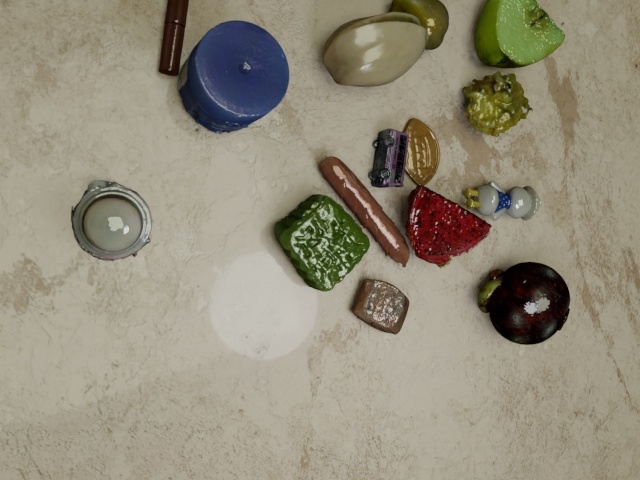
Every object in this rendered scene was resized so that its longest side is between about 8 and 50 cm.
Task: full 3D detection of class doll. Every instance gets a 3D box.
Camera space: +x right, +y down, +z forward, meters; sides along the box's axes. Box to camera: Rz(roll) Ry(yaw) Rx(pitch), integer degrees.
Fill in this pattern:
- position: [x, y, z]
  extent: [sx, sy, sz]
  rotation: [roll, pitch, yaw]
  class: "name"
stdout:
- position: [0.618, -0.132, 2.042]
  extent: [0.294, 0.119, 0.138]
  rotation: [1, 75, -18]
  class: "doll"

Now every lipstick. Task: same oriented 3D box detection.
- position: [-0.383, -0.622, 1.625]
  extent: [0.057, 0.057, 0.356]
  rotation: [9, 88, -23]
  class: "lipstick"

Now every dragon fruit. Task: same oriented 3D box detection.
- position: [0.350, -0.040, 1.918]
  extent: [0.317, 0.152, 0.205]
  rotation: [27, 94, -28]
  class: "dragon fruit"

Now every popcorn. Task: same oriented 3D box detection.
- position: [0.570, -0.447, 1.975]
  extent: [0.218, 0.169, 0.189]
  rotation: [-39, 107, -24]
  class: "popcorn"

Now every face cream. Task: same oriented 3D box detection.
- position: [-0.234, -0.423, 1.604]
  extent: [0.249, 0.225, 0.248]
  rotation: [1, 88, -24]
  class: "face cream"

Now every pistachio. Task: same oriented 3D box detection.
- position: [0.162, -0.561, 1.779]
  extent: [0.332, 0.226, 0.207]
  rotation: [-16, 57, -15]
  class: "pistachio"

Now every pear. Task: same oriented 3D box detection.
- position: [0.624, -0.671, 2.001]
  extent: [0.293, 0.159, 0.292]
  rotation: [0, 90, -20]
  class: "pear"

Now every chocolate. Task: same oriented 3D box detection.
- position: [-0.523, -0.050, 1.533]
  extent: [0.222, 0.147, 0.221]
  rotation: [1, 88, -21]
  class: "chocolate"

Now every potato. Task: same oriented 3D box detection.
- position: [0.305, -0.686, 1.879]
  extent: [0.194, 0.157, 0.157]
  rotation: [26, 81, 1]
  class: "potato"

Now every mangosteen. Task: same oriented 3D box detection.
- position: [0.669, 0.201, 1.997]
  extent: [0.288, 0.288, 0.287]
  rotation: [-1, 92, -23]
  class: "mangosteen"

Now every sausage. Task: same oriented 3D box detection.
- position: [0.146, -0.087, 1.851]
  extent: [0.088, 0.088, 0.433]
  rotation: [-44, 107, -16]
  class: "sausage"

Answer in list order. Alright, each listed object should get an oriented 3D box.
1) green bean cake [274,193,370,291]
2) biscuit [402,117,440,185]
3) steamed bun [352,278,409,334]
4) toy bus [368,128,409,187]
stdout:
- position: [0.000, 0.000, 1.768]
  extent: [0.222, 0.125, 0.248]
  rotation: [-45, 107, -15]
  class: "green bean cake"
- position: [0.321, -0.283, 1.950]
  extent: [0.142, 0.029, 0.220]
  rotation: [-7, 94, -23]
  class: "biscuit"
- position: [0.193, 0.201, 1.867]
  extent: [0.175, 0.106, 0.144]
  rotation: [28, 81, -19]
  class: "steamed bun"
- position: [0.217, -0.248, 1.875]
  extent: [0.099, 0.087, 0.178]
  rotation: [10, 87, -26]
  class: "toy bus"
